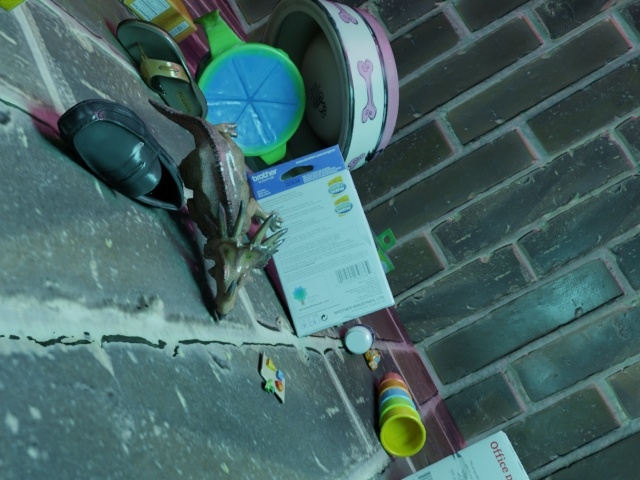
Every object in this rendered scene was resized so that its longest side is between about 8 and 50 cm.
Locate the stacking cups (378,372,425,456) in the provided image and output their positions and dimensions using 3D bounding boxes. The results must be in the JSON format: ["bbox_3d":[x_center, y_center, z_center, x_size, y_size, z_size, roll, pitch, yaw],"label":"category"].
[{"bbox_3d":[0.172,0.374,1.501,0.096,0.096,0.316,59,6,-8],"label":"stacking cups"}]

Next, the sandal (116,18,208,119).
[{"bbox_3d":[-0.272,-0.282,1.136,0.060,0.090,0.219,-78,150,-45],"label":"sandal"}]

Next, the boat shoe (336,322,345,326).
[{"bbox_3d":[0.038,0.075,1.528,0.103,0.092,0.285,-107,-179,-64],"label":"boat shoe"}]

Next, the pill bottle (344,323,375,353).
[{"bbox_3d":[0.093,0.236,1.573,0.067,0.067,0.120,61,7,7],"label":"pill bottle"}]

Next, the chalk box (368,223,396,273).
[{"bbox_3d":[0.140,0.042,2.058,0.132,0.213,0.132,52,11,-48],"label":"chalk box"}]

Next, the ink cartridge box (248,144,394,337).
[{"bbox_3d":[0.000,0.000,1.206,0.065,0.185,0.311,19,52,-83],"label":"ink cartridge box"}]

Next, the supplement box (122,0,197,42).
[{"bbox_3d":[-0.350,-0.504,1.396,0.078,0.080,0.233,61,6,11],"label":"supplement box"}]

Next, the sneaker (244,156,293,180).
[{"bbox_3d":[-0.096,-0.196,1.632,0.256,0.151,0.094,62,9,24],"label":"sneaker"}]

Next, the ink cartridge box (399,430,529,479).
[{"bbox_3d":[0.259,0.469,1.145,0.100,0.237,0.172,55,9,-35],"label":"ink cartridge box"}]

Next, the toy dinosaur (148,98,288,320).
[{"bbox_3d":[-0.131,-0.065,0.872,0.200,0.127,0.296,-126,-166,-78],"label":"toy dinosaur"}]

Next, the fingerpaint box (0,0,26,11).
[{"bbox_3d":[-0.415,-0.490,0.572,0.445,0.163,0.371,62,9,12],"label":"fingerpaint box"}]

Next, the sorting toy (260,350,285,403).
[{"bbox_3d":[-0.064,0.194,0.905,0.062,0.012,0.083,58,7,-17],"label":"sorting toy"}]

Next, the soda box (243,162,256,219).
[{"bbox_3d":[-0.154,-0.108,1.267,0.063,0.058,0.183,64,9,26],"label":"soda box"}]

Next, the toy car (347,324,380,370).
[{"bbox_3d":[0.119,0.276,1.700,0.122,0.040,0.060,58,8,-22],"label":"toy car"}]

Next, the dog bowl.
[{"bbox_3d":[0.017,-0.329,1.438,0.408,0.150,0.408,34,-50,53],"label":"dog bowl"}]

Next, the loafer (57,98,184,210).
[{"bbox_3d":[-0.212,-0.090,0.744,0.078,0.076,0.223,55,2,17],"label":"loafer"}]

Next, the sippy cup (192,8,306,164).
[{"bbox_3d":[-0.174,-0.326,1.419,0.224,0.240,0.306,-127,-134,-57],"label":"sippy cup"}]
